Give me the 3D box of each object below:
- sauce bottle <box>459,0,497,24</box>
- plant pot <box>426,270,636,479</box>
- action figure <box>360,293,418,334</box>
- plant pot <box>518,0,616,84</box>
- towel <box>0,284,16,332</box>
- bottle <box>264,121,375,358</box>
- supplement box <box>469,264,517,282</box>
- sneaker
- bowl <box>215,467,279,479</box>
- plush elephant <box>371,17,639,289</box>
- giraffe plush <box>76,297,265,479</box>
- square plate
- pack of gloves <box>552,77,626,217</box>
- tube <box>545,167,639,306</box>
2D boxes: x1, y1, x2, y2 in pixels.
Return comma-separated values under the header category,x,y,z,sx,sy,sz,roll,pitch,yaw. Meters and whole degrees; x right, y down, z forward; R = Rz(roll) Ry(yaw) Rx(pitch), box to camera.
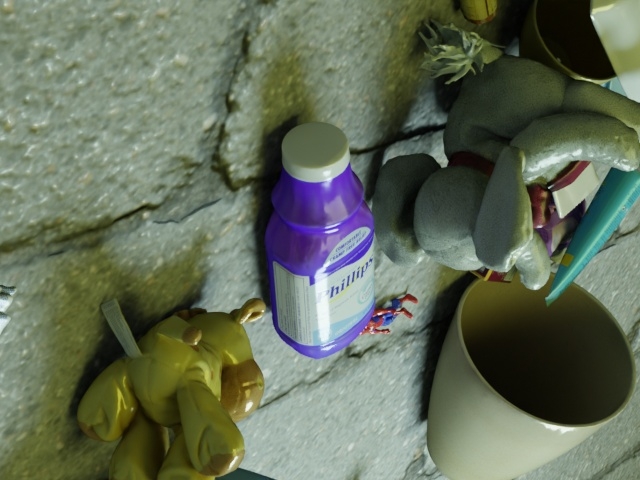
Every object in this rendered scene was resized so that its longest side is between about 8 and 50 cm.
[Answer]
category,x,y,z,sx,sy,sz,roll,pitch,yaw
sauce bottle,0.160,-0.280,1.571,0.042,0.042,0.128,-46,151,-17
plant pot,0.252,0.218,2.056,0.256,0.256,0.274,-29,158,-40
action figure,0.078,0.096,1.852,0.115,0.030,0.038,-18,139,-46
plant pot,0.284,-0.226,1.747,0.134,0.134,0.095,-37,176,-31
towel,-0.379,0.102,1.156,0.209,0.034,0.285,-58,150,8
bottle,0.000,0.000,1.563,0.118,0.092,0.283,-38,147,-28
supplement box,0.221,0.024,1.964,0.083,0.055,0.043,6,114,-59
sneaker,0.291,-0.027,1.968,0.104,0.095,0.236,-61,161,16
bowl,-0.152,0.358,1.628,0.311,0.163,0.311,-38,147,-30
plush elephant,0.206,-0.063,1.646,0.330,0.272,0.255,22,88,-30
giraffe plush,-0.127,0.138,1.482,0.170,0.181,0.210,-24,105,-59
square plate,0.378,-0.331,1.685,0.347,0.049,0.344,41,56,-60
pack of gloves,0.319,-0.178,1.890,0.195,0.046,0.232,-40,125,-24
tube,0.352,-0.004,1.959,0.207,0.052,0.080,-57,161,-3
